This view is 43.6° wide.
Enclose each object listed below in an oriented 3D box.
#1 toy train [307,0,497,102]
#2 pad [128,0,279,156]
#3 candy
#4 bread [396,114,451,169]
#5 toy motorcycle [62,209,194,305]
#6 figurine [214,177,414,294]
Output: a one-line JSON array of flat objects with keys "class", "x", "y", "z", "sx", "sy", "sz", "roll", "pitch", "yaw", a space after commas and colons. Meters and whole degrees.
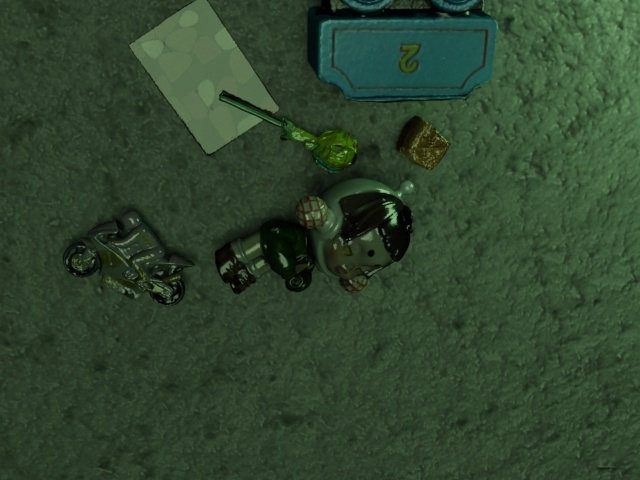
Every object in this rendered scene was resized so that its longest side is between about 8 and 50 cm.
[{"class": "toy train", "x": 0.136, "y": -0.356, "z": 1.298, "sx": 0.300, "sy": 0.188, "sz": 0.265, "roll": -3, "pitch": 114, "yaw": -8}, {"class": "pad", "x": -0.198, "y": -0.280, "z": 1.380, "sx": 0.158, "sy": 0.003, "sz": 0.235, "roll": -32, "pitch": 108, "yaw": 6}, {"class": "candy", "x": -0.055, "y": -0.194, "z": 1.395, "sx": 0.262, "sy": 0.073, "sz": 0.077, "roll": 24, "pitch": 133, "yaw": -8}, {"class": "bread", "x": 0.176, "y": -0.170, "z": 1.411, "sx": 0.077, "sy": 0.083, "sz": 0.070, "roll": 36, "pitch": 93, "yaw": -19}, {"class": "toy motorcycle", "x": -0.337, "y": 0.024, "z": 1.435, "sx": 0.225, "sy": 0.073, "sz": 0.152, "roll": 21, "pitch": 103, "yaw": -11}, {"class": "figurine", "x": 0.000, "y": 0.000, "z": 1.418, "sx": 0.370, "sy": 0.167, "sz": 0.281, "roll": -19, "pitch": 144, "yaw": 11}]
